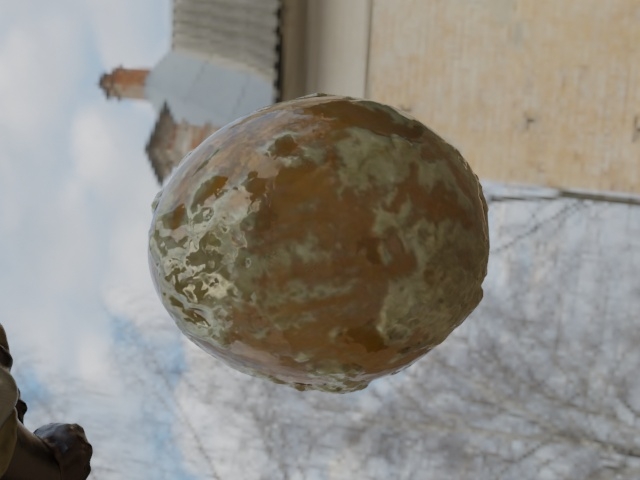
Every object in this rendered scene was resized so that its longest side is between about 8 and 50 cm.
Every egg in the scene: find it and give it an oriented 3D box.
[{"bbox_3d":[0.000,0.000,0.822,0.245,0.203,0.203,-7,-74,-34],"label":"egg"}]

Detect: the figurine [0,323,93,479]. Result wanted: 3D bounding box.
[{"bbox_3d":[-0.250,0.053,0.602,0.365,0.218,0.206,16,-71,-54],"label":"figurine"}]
